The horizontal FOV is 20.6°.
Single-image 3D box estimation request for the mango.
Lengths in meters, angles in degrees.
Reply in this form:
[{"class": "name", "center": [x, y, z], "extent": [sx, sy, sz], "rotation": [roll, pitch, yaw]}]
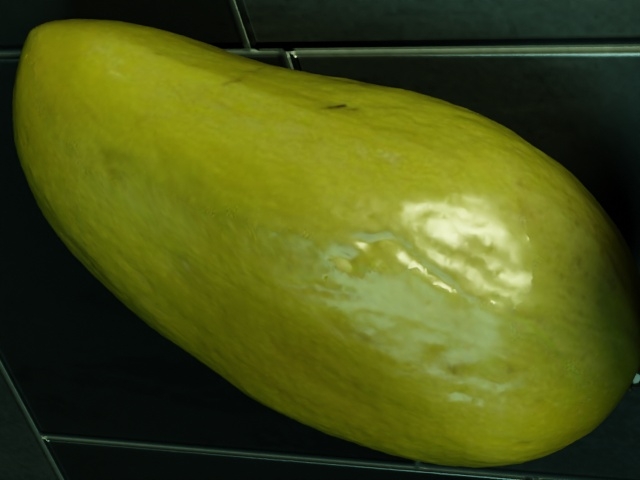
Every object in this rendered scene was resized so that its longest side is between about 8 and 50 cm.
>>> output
[{"class": "mango", "center": [0.002, 0.007, 0.866], "extent": [0.331, 0.142, 0.195], "rotation": [19, 135, 15]}]
